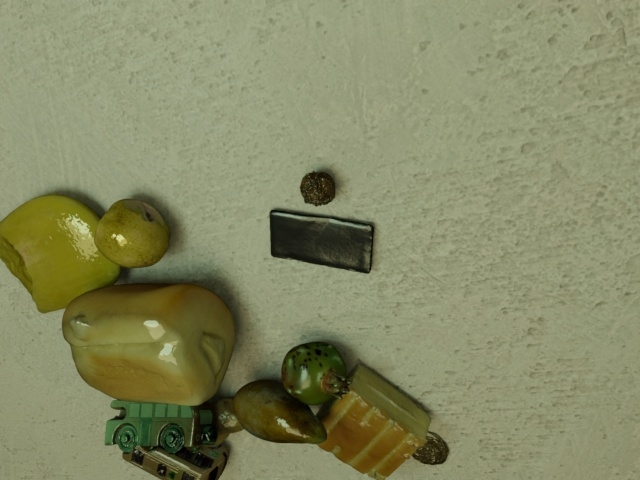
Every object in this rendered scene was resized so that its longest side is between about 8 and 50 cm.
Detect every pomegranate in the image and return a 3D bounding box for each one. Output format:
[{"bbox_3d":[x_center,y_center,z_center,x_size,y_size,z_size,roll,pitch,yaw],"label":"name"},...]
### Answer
[{"bbox_3d":[-0.005,0.321,1.468,0.205,0.159,0.159,10,126,55],"label":"pomegranate"}]

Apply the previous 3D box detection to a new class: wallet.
[{"bbox_3d":[0.000,0.000,1.389,0.245,0.025,0.124,9,119,18],"label":"wallet"}]

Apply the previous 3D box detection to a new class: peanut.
[{"bbox_3d":[-0.282,0.508,1.724,0.237,0.110,0.120,-25,95,21],"label":"peanut"}]

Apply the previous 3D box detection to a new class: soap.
[{"bbox_3d":[-0.712,0.043,1.629,0.428,0.115,0.306,-23,104,29],"label":"soap"}]

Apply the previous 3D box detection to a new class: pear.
[{"bbox_3d":[-0.445,-0.013,1.470,0.178,0.178,0.177,9,119,16],"label":"pear"}]

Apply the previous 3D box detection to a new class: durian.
[{"bbox_3d":[-0.005,-0.112,1.300,0.080,0.080,0.091,21,143,9],"label":"durian"}]

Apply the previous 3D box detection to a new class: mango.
[{"bbox_3d":[-0.104,0.439,1.536,0.193,0.146,0.316,28,169,-33],"label":"mango"}]

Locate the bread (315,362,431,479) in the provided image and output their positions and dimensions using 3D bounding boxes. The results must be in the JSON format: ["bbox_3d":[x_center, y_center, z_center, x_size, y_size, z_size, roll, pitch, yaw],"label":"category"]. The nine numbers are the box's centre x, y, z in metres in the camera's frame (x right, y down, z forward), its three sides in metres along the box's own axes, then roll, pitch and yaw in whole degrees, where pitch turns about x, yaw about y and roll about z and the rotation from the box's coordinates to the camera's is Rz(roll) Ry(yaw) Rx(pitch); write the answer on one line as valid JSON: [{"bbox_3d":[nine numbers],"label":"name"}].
[{"bbox_3d":[0.120,0.471,1.545,0.239,0.111,0.246,36,124,1],"label":"bread"}]

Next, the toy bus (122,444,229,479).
[{"bbox_3d":[-0.425,0.627,1.806,0.290,0.157,0.139,25,123,7],"label":"toy bus"}]

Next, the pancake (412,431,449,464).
[{"bbox_3d":[0.275,0.534,1.578,0.115,0.011,0.114,9,119,16],"label":"pancake"}]

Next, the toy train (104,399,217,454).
[{"bbox_3d":[-0.422,0.494,1.654,0.327,0.129,0.159,-7,74,22],"label":"toy train"}]

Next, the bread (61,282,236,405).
[{"bbox_3d":[-0.406,0.248,1.540,0.376,0.253,0.347,-5,122,26],"label":"bread"}]
